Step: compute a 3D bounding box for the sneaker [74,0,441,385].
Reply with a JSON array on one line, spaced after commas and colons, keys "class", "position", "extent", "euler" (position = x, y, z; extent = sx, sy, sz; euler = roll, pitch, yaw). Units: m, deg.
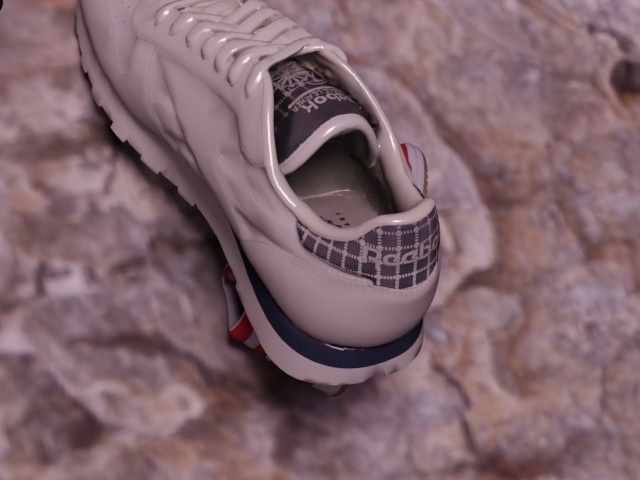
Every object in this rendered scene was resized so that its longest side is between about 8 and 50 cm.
[{"class": "sneaker", "position": [-0.024, -0.056, 0.683], "extent": [0.090, 0.095, 0.235], "euler": [-25, 59, -23]}]

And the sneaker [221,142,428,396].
[{"class": "sneaker", "position": [0.000, 0.000, 0.729], "extent": [0.067, 0.042, 0.118], "euler": [26, 68, -14]}]

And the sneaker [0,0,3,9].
[{"class": "sneaker", "position": [-0.209, -0.168, 0.695], "extent": [0.081, 0.090, 0.232], "euler": [-38, 65, 7]}]
